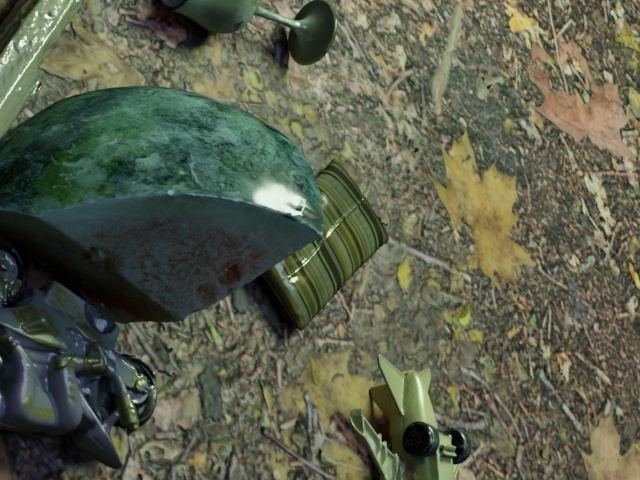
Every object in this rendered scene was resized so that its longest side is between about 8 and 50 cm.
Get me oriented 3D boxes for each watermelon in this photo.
[{"bbox_3d":[-0.129,-0.021,1.382,0.320,0.289,0.214,-39,139,-66],"label":"watermelon"}]

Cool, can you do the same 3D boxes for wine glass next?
[{"bbox_3d":[-0.077,-0.247,1.630,0.195,0.079,0.079,15,61,-43],"label":"wine glass"}]

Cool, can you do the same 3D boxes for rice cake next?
[{"bbox_3d":[-0.274,-0.167,1.406,0.057,0.052,0.256,74,29,-43],"label":"rice cake"}]

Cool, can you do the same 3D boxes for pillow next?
[{"bbox_3d":[0.000,0.000,1.622,0.113,0.038,0.203,56,41,-10],"label":"pillow"}]

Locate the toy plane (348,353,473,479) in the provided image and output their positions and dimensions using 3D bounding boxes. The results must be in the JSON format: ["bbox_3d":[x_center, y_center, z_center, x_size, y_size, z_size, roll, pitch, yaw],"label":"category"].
[{"bbox_3d":[0.103,0.241,1.579,0.229,0.092,0.244,20,54,-56],"label":"toy plane"}]

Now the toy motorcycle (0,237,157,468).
[{"bbox_3d":[-0.238,0.108,1.296,0.225,0.073,0.152,45,46,-20],"label":"toy motorcycle"}]
